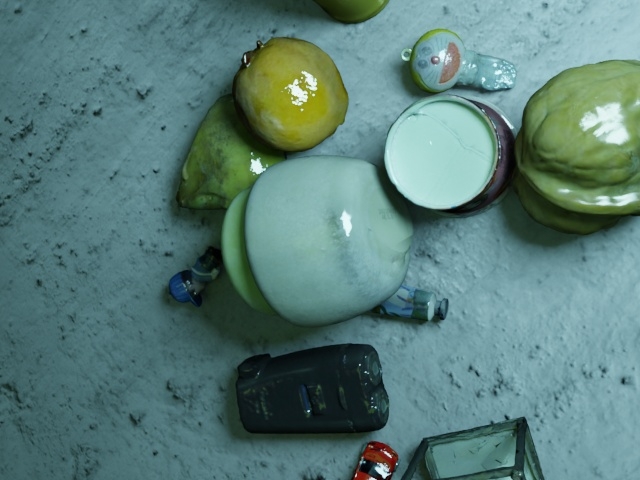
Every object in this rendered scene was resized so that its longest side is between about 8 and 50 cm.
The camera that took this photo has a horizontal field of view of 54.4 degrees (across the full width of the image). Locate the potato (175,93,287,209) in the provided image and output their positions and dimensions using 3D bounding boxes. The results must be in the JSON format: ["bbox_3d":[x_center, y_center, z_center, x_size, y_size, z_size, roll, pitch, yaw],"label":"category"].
[{"bbox_3d":[-0.206,-0.195,1.347,0.269,0.112,0.255,2,95,18],"label":"potato"}]

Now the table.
[{"bbox_3d":[0.304,0.536,1.101,0.222,0.272,0.335,-19,86,20],"label":"table"}]

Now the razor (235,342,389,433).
[{"bbox_3d":[-0.022,0.322,1.327,0.327,0.107,0.189,-9,92,21],"label":"razor"}]

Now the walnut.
[{"bbox_3d":[0.460,-0.150,1.022,0.277,0.282,0.253,-15,79,1],"label":"walnut"}]

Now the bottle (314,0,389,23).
[{"bbox_3d":[0.015,-0.515,1.106,0.171,0.351,0.171,2,95,20],"label":"bottle"}]

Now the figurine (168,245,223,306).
[{"bbox_3d":[-0.281,0.083,1.418,0.149,0.087,0.086,-50,41,16],"label":"figurine"}]

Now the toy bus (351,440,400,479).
[{"bbox_3d":[0.096,0.524,1.314,0.081,0.089,0.195,25,102,16],"label":"toy bus"}]

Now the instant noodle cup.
[{"bbox_3d":[0.236,-0.153,1.127,0.243,0.231,0.243,2,97,20],"label":"instant noodle cup"}]

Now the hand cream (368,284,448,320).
[{"bbox_3d":[0.127,0.120,1.287,0.271,0.058,0.091,9,93,24],"label":"hand cream"}]

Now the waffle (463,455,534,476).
[{"bbox_3d":[0.347,0.503,1.250,0.191,0.038,0.191,2,96,19],"label":"waffle"}]

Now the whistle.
[{"bbox_3d":[0.260,-0.328,1.169,0.223,0.123,0.123,14,100,3],"label":"whistle"}]

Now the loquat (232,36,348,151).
[{"bbox_3d":[-0.061,-0.287,1.240,0.238,0.193,0.238,-1,105,-5],"label":"loquat"}]

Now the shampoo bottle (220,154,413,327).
[{"bbox_3d":[0.000,0.000,1.170,0.317,0.322,0.322,-9,92,32],"label":"shampoo bottle"}]
